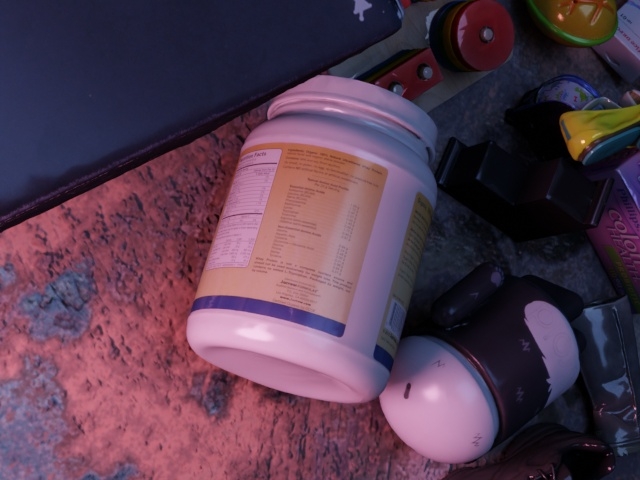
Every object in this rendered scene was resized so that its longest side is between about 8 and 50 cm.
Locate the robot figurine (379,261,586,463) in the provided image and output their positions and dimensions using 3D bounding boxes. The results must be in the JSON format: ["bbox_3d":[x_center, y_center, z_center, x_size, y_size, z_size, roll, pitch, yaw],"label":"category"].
[{"bbox_3d":[0.196,0.148,1.575,0.278,0.173,0.209,-32,89,-29],"label":"robot figurine"}]

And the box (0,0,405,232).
[{"bbox_3d":[-0.273,-0.172,1.173,0.480,0.471,0.297,-30,98,-30],"label":"box"}]

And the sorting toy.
[{"bbox_3d":[0.112,-0.281,1.590,0.255,0.089,0.257,-34,110,-22],"label":"sorting toy"}]

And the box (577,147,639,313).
[{"bbox_3d":[0.488,-0.052,1.801,0.243,0.117,0.213,-35,100,-30],"label":"box"}]

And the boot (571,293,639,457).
[{"bbox_3d":[0.420,0.177,1.764,0.189,0.076,0.208,-7,80,-33],"label":"boot"}]

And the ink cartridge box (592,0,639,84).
[{"bbox_3d":[0.449,-0.292,1.837,0.088,0.052,0.122,45,64,4],"label":"ink cartridge box"}]

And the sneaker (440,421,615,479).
[{"bbox_3d":[0.243,0.311,1.601,0.286,0.130,0.109,-33,102,-28],"label":"sneaker"}]

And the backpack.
[{"bbox_3d":[0.324,-0.167,1.723,0.105,0.114,0.084,44,65,-17],"label":"backpack"}]

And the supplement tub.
[{"bbox_3d":[0.000,0.000,1.448,0.228,0.228,0.316,25,72,-25],"label":"supplement tub"}]

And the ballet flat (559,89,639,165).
[{"bbox_3d":[0.390,-0.153,1.657,0.231,0.077,0.077,-14,59,-36],"label":"ballet flat"}]

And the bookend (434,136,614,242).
[{"bbox_3d":[0.253,-0.074,1.645,0.157,0.156,0.072,32,69,-22],"label":"bookend"}]

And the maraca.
[{"bbox_3d":[0.324,-0.334,1.761,0.127,0.099,0.186,-25,70,-32],"label":"maraca"}]
